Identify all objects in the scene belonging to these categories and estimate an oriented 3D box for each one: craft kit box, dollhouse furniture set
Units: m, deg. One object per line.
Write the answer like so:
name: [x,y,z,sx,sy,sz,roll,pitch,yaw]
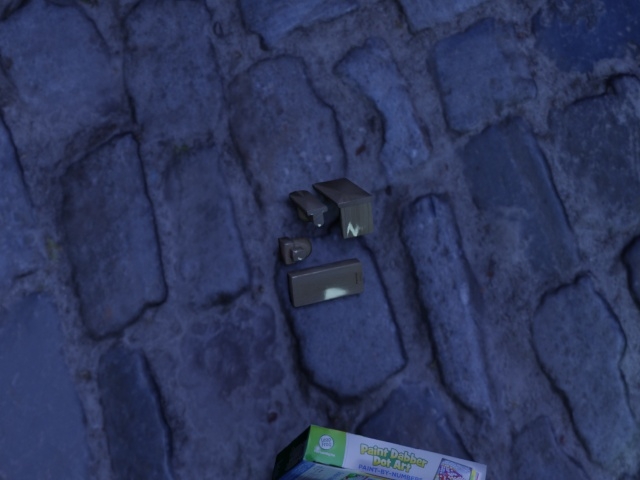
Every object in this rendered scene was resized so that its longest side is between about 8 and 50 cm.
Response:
craft kit box: [0.073,0.328,1.658,0.246,0.250,0.061,17,68,-7]
dollhouse furniture set: [0.000,0.000,1.866,0.144,0.123,0.151,-12,110,-16]
